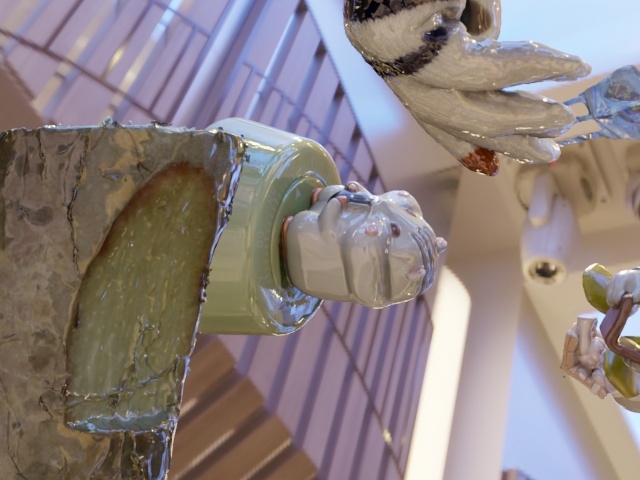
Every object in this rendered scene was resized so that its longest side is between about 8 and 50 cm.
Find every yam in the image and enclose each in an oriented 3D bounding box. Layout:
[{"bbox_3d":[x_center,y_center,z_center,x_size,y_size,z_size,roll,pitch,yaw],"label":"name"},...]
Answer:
[{"bbox_3d":[-0.141,0.044,0.592,0.153,0.154,0.255,14,-80,4],"label":"yam"}]

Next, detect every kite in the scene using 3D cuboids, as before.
[{"bbox_3d":[0.411,-0.186,1.551,0.245,0.141,0.015,-16,-28,-20],"label":"kite"}]

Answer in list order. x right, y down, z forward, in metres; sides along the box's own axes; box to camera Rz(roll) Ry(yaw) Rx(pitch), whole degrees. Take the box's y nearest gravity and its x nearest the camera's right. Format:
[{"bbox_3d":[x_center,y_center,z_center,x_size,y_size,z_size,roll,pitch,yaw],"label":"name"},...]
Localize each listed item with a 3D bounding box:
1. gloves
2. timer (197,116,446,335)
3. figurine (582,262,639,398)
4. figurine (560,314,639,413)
[{"bbox_3d":[0.074,-0.126,0.629,0.131,0.140,0.219,-16,-52,-11],"label":"gloves"},{"bbox_3d":[0.000,0.000,1.326,0.315,0.291,0.291,8,-44,28],"label":"timer"},{"bbox_3d":[0.476,0.074,1.367,0.283,0.205,0.338,-3,-19,-44],"label":"figurine"},{"bbox_3d":[0.566,0.235,1.930,0.236,0.162,0.141,29,-60,33],"label":"figurine"}]
